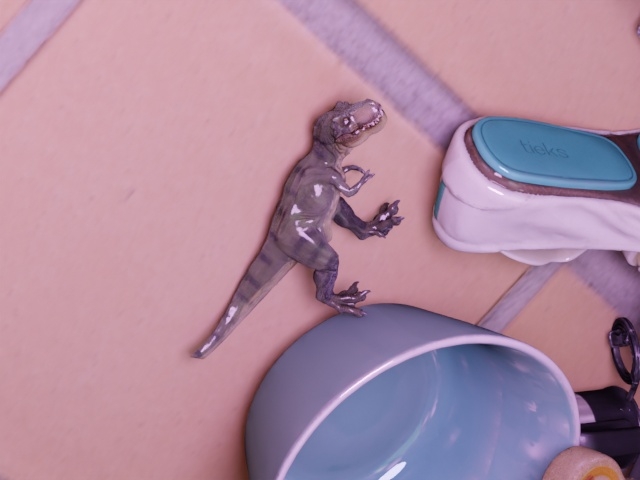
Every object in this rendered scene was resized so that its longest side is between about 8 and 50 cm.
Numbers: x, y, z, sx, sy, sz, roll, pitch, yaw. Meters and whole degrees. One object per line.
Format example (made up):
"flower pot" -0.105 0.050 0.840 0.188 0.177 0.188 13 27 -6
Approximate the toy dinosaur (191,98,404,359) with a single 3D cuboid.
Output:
"toy dinosaur" 0.000 0.000 1.383 0.118 0.064 0.268 21 108 -28

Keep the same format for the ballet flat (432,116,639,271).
"ballet flat" 0.272 -0.031 1.487 0.400 0.139 0.139 5 116 -27

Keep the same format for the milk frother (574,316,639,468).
"milk frother" 0.245 0.153 1.600 0.134 0.129 0.143 -1 75 -29

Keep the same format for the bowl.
"bowl" 0.056 0.178 1.451 0.311 0.163 0.311 -15 125 -22

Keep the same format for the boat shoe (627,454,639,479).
"boat shoe" 0.330 0.291 1.740 0.084 0.079 0.233 -15 142 -50

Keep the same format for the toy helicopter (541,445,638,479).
"toy helicopter" 0.317 0.276 1.518 0.355 0.140 0.235 21 88 -40

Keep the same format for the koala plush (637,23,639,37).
"koala plush" 0.323 -0.244 1.345 0.221 0.196 0.203 19 96 -36
